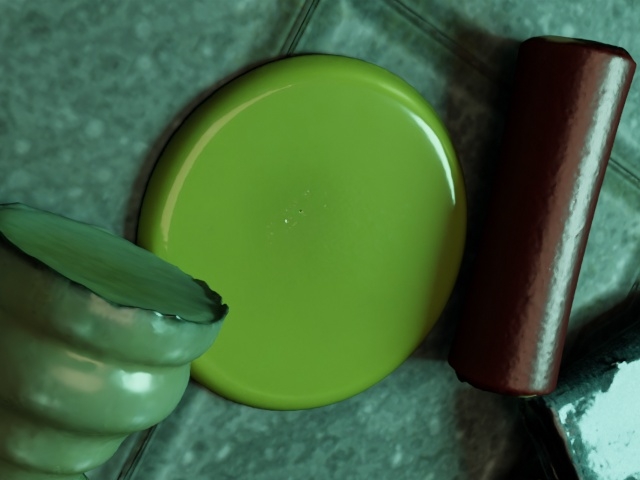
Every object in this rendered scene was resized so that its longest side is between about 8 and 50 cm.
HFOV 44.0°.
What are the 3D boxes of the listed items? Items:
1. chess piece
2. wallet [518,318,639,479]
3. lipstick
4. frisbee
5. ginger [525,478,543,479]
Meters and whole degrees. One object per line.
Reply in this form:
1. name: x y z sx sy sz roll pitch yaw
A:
1. chess piece: -0.158 0.114 0.402 0.133 0.133 0.243 23 96 -29
2. wallet: 0.337 0.117 0.648 0.379 0.046 0.190 -27 97 -22
3. lipstick: 0.149 -0.015 0.543 0.080 0.080 0.241 7 100 -27
4. frisbee: 0.000 0.000 0.508 0.236 0.017 0.236 -6 105 -24
5. ginger: 0.267 0.236 0.672 0.288 0.075 0.089 10 93 -24
